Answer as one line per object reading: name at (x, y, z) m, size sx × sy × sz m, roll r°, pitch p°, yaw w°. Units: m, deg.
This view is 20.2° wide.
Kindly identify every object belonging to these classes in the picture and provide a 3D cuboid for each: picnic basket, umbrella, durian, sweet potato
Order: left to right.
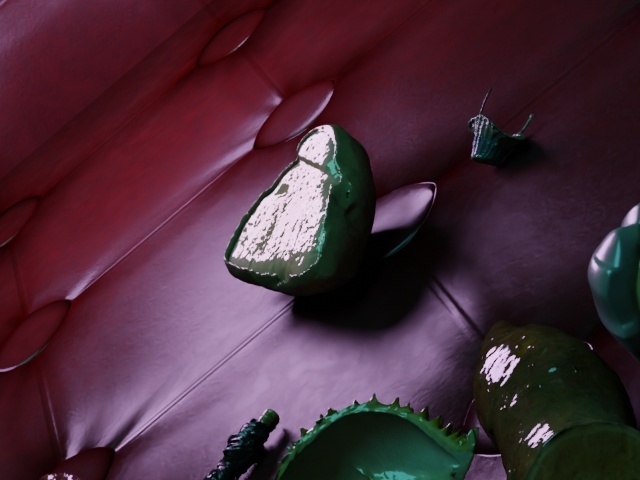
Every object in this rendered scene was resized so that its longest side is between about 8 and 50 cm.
umbrella at (-0.093, 0.237, 1.907) m, size 0.144 × 0.040 × 0.037 m, roll -52°, pitch 14°, yaw -26°
durian at (0.032, 0.235, 1.603) m, size 0.252 × 0.144 × 0.139 m, roll -48°, pitch 40°, yaw 2°
picnic basket at (0.205, -0.126, 2.067) m, size 0.083 × 0.065 × 0.083 m, roll -69°, pitch 19°, yaw -7°
sweet potato at (0.195, 0.134, 1.554) m, size 0.131 × 0.131 × 0.336 m, roll -37°, pitch 25°, yaw 9°

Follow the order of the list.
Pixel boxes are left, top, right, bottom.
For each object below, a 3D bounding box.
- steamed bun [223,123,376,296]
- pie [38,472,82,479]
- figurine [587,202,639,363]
steamed bun at (0.006, -0.026, 2.126) m, size 0.231 × 0.110 × 0.212 m, roll 13°, pitch 75°, yaw 58°
pie at (-0.335, 0.333, 2.107) m, size 0.154 × 0.036 × 0.154 m, roll -34°, pitch 25°, yaw 18°
figurine at (0.339, 0.027, 1.511) m, size 0.176 × 0.133 × 0.236 m, roll -43°, pitch 24°, yaw -27°
